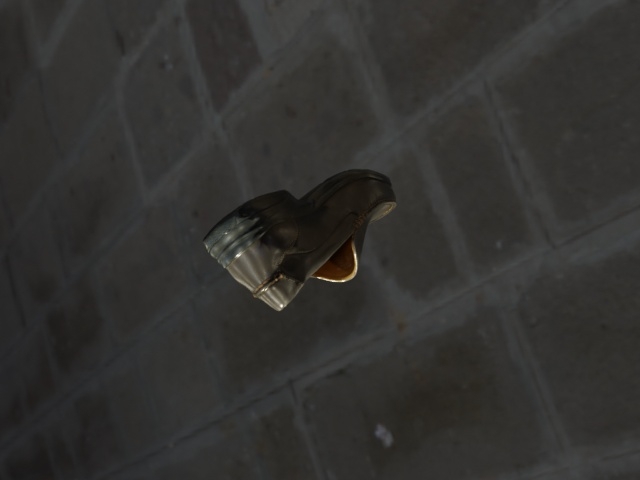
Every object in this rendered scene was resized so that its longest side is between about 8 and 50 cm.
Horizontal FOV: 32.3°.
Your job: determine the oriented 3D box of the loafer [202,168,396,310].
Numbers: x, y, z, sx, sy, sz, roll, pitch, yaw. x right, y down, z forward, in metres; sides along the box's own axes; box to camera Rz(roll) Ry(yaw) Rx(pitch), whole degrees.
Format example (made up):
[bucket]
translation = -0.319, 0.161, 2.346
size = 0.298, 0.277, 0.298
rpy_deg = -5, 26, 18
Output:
[loafer]
translation = 0.000, 0.000, 0.678
size = 0.062, 0.170, 0.061
rpy_deg = -41, 79, 38
